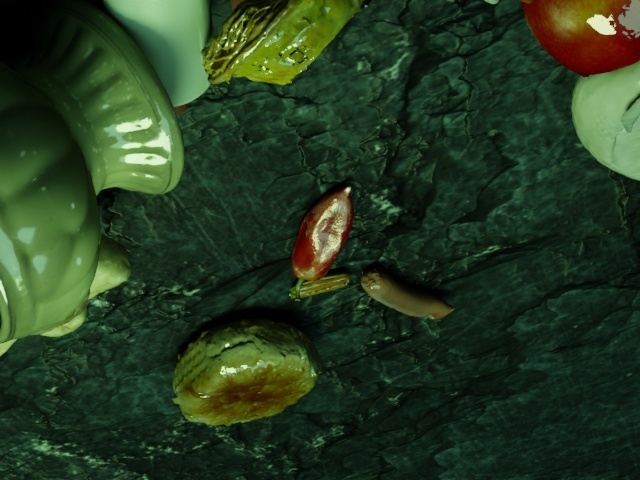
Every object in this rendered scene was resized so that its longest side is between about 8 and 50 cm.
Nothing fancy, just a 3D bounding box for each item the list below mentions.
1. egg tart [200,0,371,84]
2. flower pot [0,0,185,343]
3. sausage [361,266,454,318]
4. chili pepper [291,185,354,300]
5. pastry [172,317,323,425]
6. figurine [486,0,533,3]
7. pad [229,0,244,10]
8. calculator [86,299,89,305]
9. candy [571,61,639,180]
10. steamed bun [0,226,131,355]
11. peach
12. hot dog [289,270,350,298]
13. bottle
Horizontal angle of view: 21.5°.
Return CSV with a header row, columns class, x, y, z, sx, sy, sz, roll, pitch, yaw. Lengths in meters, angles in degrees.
class,x,y,z,sx,sy,sz,roll,pitch,yaw
egg tart,-0.024,-0.213,1.572,0.090,0.212,0.212,45,123,-9
flower pot,-0.279,-0.075,1.579,0.244,0.307,0.307,-36,157,-24
sausage,0.113,0.074,2.258,0.047,0.040,0.177,-38,144,21
chili pepper,-0.001,-0.001,2.073,0.059,0.050,0.191,27,128,1
pastry,-0.099,0.174,2.268,0.182,0.093,0.192,12,141,-34
figurine,0.182,-0.317,1.492,0.421,0.154,0.193,15,123,-17
pad,-0.021,-0.304,1.622,0.181,0.004,0.267,-18,149,2
calculator,-0.368,0.064,2.025,0.190,0.034,0.126,-10,148,-21
candy,0.478,-0.204,1.840,0.427,0.186,0.386,-23,150,8
steamed bun,-0.363,0.016,1.853,0.295,0.137,0.292,-14,146,-20
peach,0.296,-0.251,1.683,0.190,0.190,0.192,-16,136,-1
hot dog,-0.002,0.056,2.195,0.083,0.021,0.037,-12,159,-9
bottle,-0.155,-0.205,1.621,0.104,0.104,0.245,-12,149,-8
